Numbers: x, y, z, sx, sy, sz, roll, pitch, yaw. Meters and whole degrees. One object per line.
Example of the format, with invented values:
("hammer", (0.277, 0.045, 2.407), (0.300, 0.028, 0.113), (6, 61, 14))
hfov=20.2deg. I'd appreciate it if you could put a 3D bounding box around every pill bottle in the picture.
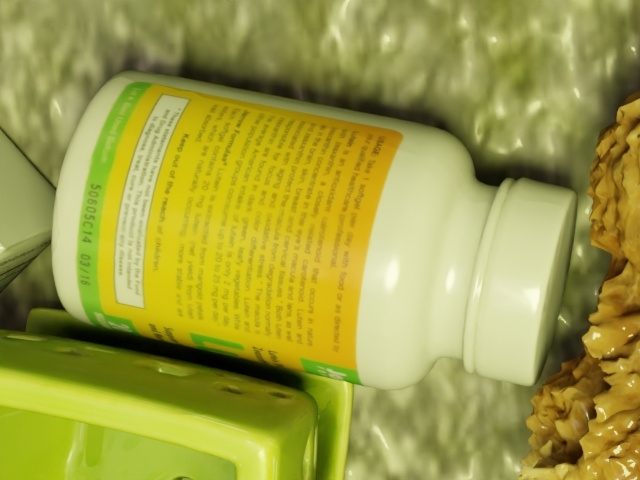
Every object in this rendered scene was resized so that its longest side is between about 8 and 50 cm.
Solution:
("pill bottle", (0.000, 0.000, 0.917), (0.245, 0.136, 0.136), (12, 105, 13))

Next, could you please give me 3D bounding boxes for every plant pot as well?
("plant pot", (-0.105, 0.157, 0.940), (0.228, 0.207, 0.227), (11, 103, 16))

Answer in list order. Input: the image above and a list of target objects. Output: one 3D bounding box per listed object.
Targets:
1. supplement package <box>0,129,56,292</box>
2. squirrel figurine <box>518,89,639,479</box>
("supplement package", (-0.244, 0.014, 1.005), (0.179, 0.105, 0.105), (-43, 88, 19))
("squirrel figurine", (0.283, 0.083, 0.779), (0.397, 0.281, 0.371), (-2, 105, 47))
